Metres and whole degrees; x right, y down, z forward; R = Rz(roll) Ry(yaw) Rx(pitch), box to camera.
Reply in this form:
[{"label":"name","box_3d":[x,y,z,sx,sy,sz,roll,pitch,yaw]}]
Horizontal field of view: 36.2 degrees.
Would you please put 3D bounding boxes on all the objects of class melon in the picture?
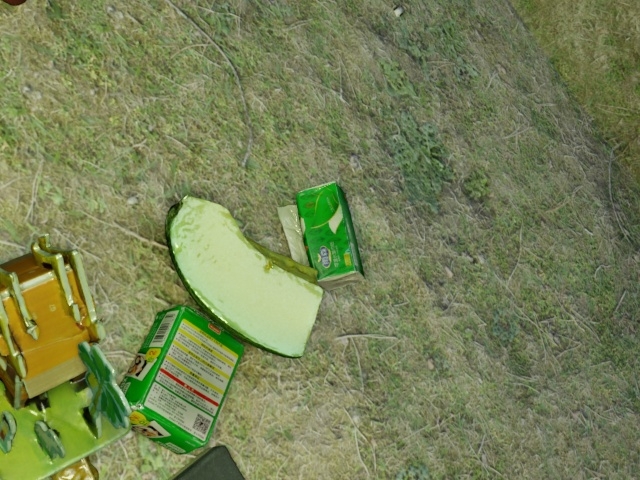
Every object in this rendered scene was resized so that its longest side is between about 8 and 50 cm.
[{"label":"melon","box_3d":[-0.161,0.056,1.919,0.344,0.226,0.331,27,29,-10]}]

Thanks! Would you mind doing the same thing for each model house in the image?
[{"label":"model house","box_3d":[-0.443,0.172,1.513,0.243,0.312,0.357,-24,71,-29]}]

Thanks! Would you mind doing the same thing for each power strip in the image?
[{"label":"power strip","box_3d":[-0.246,0.483,1.803,0.257,0.070,0.105,-33,98,-41]}]

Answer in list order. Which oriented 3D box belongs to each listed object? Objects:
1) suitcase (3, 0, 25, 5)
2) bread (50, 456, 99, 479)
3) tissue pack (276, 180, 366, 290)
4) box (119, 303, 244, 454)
[{"label":"suitcase","box_3d":[-0.547,-0.615,1.855,0.161,0.236,0.297,35,54,-27]},{"label":"bread","box_3d":[-0.427,0.393,1.677,0.084,0.077,0.367,-24,91,-40]},{"label":"tissue pack","box_3d":[0.000,-0.001,2.166,0.148,0.156,0.208,32,43,-73]},{"label":"box","box_3d":[-0.266,0.261,1.849,0.180,0.103,0.250,38,54,-24]}]
